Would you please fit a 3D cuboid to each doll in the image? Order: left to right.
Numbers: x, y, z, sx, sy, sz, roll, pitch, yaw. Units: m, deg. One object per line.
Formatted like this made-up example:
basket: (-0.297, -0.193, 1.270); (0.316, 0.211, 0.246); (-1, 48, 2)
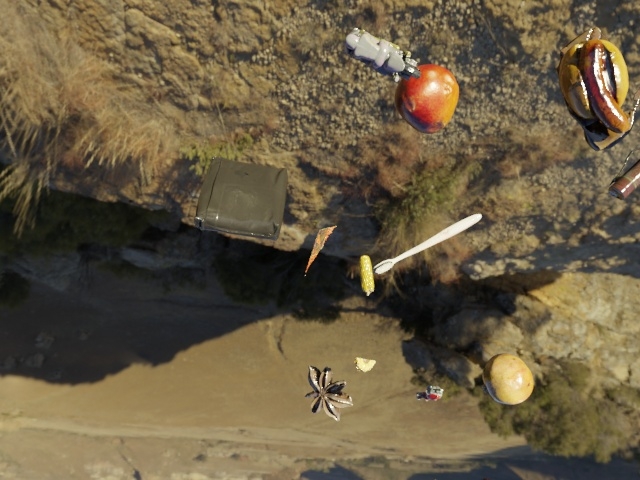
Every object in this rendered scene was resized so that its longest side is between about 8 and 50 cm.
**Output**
doll: (0.310, 0.422, 1.286); (0.057, 0.039, 0.114); (40, 144, 6)

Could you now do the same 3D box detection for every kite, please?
kite: (-0.001, 0.000, 1.516); (0.008, 0.222, 0.125); (25, 151, 15)

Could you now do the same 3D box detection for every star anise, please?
star anise: (0.033, 0.562, 1.713); (0.197, 0.212, 0.073); (16, -163, 26)

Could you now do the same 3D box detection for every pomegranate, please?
pomegranate: (0.714, 0.532, 1.786); (0.191, 0.191, 0.191); (3, 151, 2)

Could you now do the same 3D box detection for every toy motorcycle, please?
toy motorcycle: (0.124, -0.436, 1.080); (0.152, 0.225, 0.073); (-3, 127, -49)

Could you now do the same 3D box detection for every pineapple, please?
pineapple: (0.142, 0.404, 1.512); (0.083, 0.045, 0.019); (15, 168, -31)

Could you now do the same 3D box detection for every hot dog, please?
hot dog: (0.766, -0.427, 1.269); (0.194, 0.326, 0.107); (-31, 169, 21)

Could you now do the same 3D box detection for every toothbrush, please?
toothbrush: (0.268, 0.009, 1.164); (0.307, 0.025, 0.029); (-28, -173, -1)

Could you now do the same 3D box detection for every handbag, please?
handbag: (-0.202, -0.120, 1.224); (0.223, 0.246, 0.080); (10, 140, -7)

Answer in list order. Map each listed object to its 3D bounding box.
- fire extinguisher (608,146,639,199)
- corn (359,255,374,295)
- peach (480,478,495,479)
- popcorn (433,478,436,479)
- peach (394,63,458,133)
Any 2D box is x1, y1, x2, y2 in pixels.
fire extinguisher: (0.757, -0.169, 1.114); (0.157, 0.078, 0.045); (-43, 165, -1)
corn: (0.097, 0.073, 0.971); (0.027, 0.083, 0.028); (-13, 164, 30)
peach: (0.292, 0.432, 0.697); (0.172, 0.092, 0.127); (33, 172, 24)
popcorn: (0.336, 0.891, 1.417); (0.336, 0.274, 0.279); (23, 130, -16)
peach: (0.365, -0.486, 1.615); (0.199, 0.243, 0.243); (12, 165, 47)
